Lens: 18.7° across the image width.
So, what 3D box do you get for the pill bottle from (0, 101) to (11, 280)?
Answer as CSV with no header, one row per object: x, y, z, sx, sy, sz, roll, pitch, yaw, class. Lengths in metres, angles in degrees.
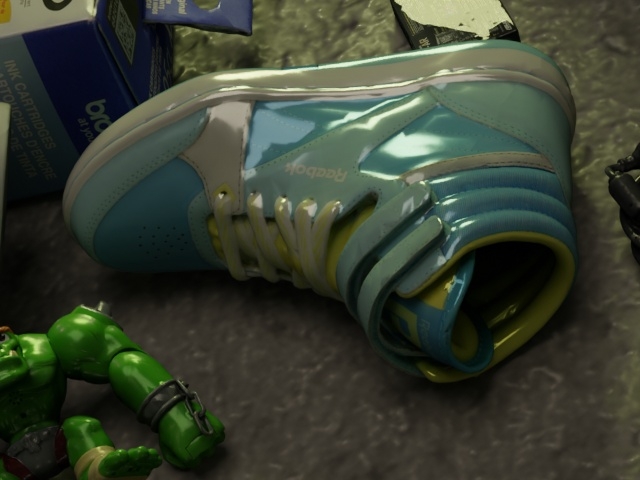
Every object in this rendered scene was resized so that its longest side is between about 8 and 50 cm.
-0.329,-0.029,1.163,0.278,0.162,0.162,4,46,-9,pill bottle

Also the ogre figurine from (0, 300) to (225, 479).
-0.168,0.110,1.107,0.197,0.097,0.118,-33,63,10,ogre figurine

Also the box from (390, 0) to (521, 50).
0.089,-0.147,1.296,0.067,0.018,0.083,-22,45,-1,box

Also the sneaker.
0.000,0.000,1.120,0.319,0.127,0.208,-14,45,9,sneaker

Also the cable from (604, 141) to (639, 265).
0.263,-0.032,1.109,0.184,0.047,0.151,-20,45,0,cable

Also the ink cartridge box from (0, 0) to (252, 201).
-0.248,-0.160,1.337,0.395,0.151,0.270,-12,47,11,ink cartridge box
